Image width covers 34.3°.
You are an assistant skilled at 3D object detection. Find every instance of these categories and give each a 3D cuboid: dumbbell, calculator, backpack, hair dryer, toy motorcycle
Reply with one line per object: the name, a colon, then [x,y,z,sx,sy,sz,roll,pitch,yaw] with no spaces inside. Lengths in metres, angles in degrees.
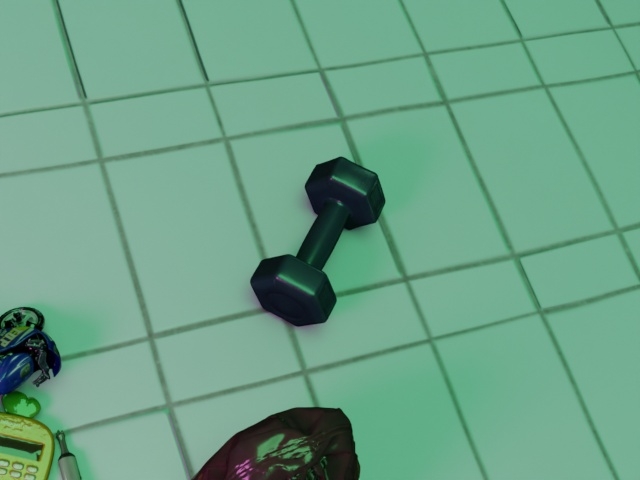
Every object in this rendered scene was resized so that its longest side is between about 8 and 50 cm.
dumbbell: [0.001,0.000,1.912,0.143,0.156,0.316,44,56,-25]
calculator: [-0.504,0.355,1.651,0.146,0.032,0.235,15,61,-7]
backpack: [-0.056,0.373,1.597,0.283,0.317,0.197,-18,67,-24]
hair dryer: [-0.388,0.389,1.657,0.100,0.057,0.198,-12,61,-22]
toy motorcycle: [-0.524,0.208,1.649,0.168,0.113,0.315,16,37,22]
